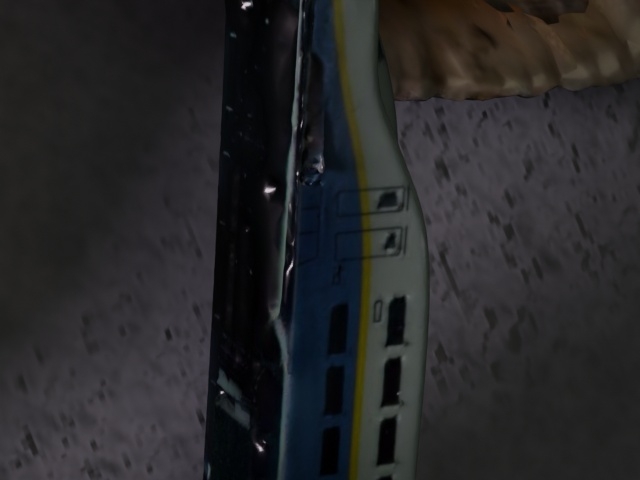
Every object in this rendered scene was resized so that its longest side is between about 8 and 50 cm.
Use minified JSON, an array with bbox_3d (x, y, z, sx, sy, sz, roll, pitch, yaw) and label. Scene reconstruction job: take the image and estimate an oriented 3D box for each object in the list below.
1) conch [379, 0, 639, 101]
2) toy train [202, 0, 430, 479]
[{"bbox_3d":[0.070,-0.197,0.563,0.352,0.297,0.210,-2,34,-17],"label":"conch"},{"bbox_3d":[0.000,0.000,0.508,0.051,0.052,0.234,-5,107,-30],"label":"toy train"}]
